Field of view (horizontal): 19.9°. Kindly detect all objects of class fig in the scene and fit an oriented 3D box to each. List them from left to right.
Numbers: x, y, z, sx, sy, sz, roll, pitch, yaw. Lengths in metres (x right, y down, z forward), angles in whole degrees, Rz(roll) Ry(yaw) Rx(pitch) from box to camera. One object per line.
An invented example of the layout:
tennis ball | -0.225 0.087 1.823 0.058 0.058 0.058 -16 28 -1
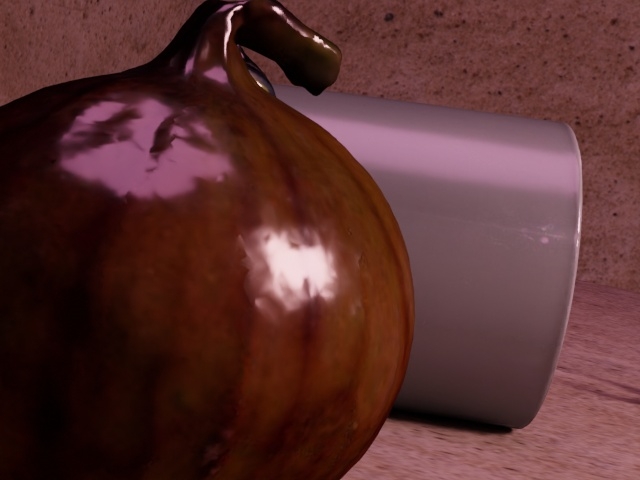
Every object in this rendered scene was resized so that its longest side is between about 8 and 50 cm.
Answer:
fig | -0.078 0.019 0.766 0.235 0.214 0.235 -8 21 3

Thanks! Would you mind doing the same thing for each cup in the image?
cup | 0.000 0.000 1.194 0.312 0.205 0.205 9 3 -4

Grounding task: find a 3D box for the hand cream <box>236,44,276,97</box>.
hand cream | -0.089 -0.009 1.050 0.086 0.235 0.055 10 -24 32
